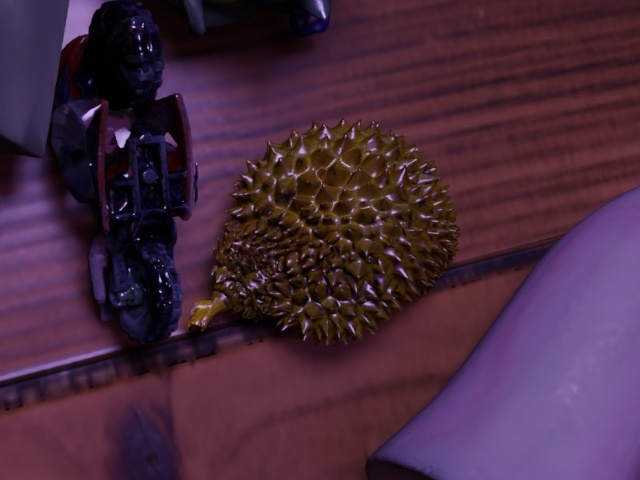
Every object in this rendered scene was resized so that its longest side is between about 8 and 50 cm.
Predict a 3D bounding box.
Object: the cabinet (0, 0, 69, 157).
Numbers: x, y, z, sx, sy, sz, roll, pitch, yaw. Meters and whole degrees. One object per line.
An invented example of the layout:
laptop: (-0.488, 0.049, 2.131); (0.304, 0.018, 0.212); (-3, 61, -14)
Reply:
cabinet: (-0.266, -0.141, 0.735); (0.206, 0.150, 0.145); (7, 83, 10)

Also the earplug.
earplug: (0.185, 0.083, 0.896); (0.172, 0.172, 0.301); (42, 70, -10)

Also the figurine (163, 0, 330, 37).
figurine: (-0.058, -0.313, 0.808); (0.186, 0.261, 0.382); (-17, 102, -45)

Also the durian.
durian: (0.000, 0.000, 0.869); (0.208, 0.102, 0.146); (-28, 100, -13)

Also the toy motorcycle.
toy motorcycle: (-0.132, -0.043, 0.832); (0.082, 0.122, 0.213); (-9, 101, -28)
